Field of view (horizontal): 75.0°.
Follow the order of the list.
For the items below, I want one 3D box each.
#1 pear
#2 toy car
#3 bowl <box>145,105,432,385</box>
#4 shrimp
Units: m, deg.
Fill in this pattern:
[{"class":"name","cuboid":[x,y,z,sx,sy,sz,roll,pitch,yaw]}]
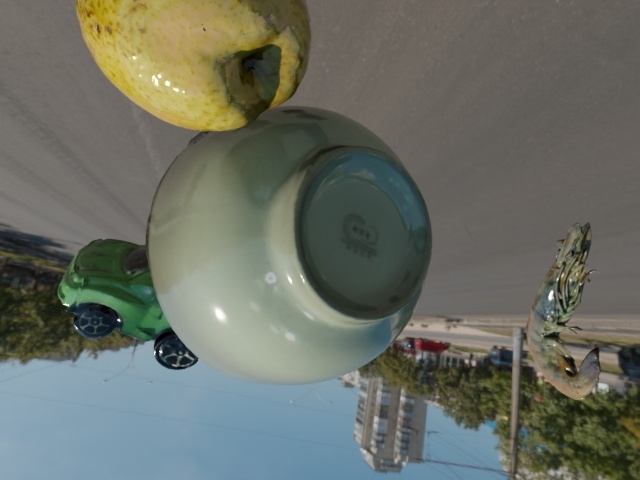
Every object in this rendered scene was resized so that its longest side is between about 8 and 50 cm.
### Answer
[{"class":"pear","cuboid":[-0.091,-0.169,0.330,0.178,0.178,0.178,8,167,2]},{"class":"toy car","cuboid":[-0.297,0.104,0.824,0.358,0.176,0.213,31,-164,-26]},{"class":"bowl","cuboid":[0.000,0.000,0.480,0.354,0.354,0.185,16,166,-30]},{"class":"shrimp","cuboid":[0.396,0.122,0.655,0.058,0.296,0.169,-7,-147,-6]}]
